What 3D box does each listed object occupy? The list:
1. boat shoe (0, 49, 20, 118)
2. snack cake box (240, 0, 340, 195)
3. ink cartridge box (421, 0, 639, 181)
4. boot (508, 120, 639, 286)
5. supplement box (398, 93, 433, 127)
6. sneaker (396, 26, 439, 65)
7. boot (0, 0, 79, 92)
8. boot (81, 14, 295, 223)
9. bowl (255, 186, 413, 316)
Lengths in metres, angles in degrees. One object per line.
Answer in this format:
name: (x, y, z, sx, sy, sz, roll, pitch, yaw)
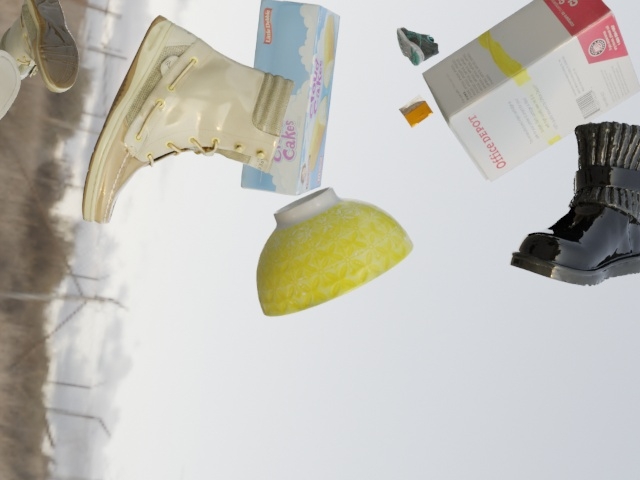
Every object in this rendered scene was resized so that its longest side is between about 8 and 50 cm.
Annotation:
boat shoe: (-0.591, -0.176, 1.374, 0.117, 0.096, 0.324, 68, 35, -47)
snack cake box: (-0.041, -0.205, 1.284, 0.152, 0.089, 0.264, -39, 137, -76)
ink cartridge box: (0.450, -0.339, 1.895, 0.384, 0.279, 0.160, -32, -128, 12)
boot: (0.447, -0.071, 1.478, 0.131, 0.348, 0.260, 16, -75, 42)
supplement box: (0.219, -0.299, 2.042, 0.062, 0.036, 0.098, -35, -164, 8)
sneaker: (0.235, -0.473, 2.130, 0.166, 0.076, 0.065, -115, -173, -50)
boot: (-0.520, -0.332, 1.617, 0.165, 0.077, 0.213, -35, -113, 40)
boot: (-0.158, -0.114, 1.072, 0.262, 0.203, 0.095, -68, -167, -8)
bowl: (0.000, 0.000, 1.539, 0.156, 0.289, 0.289, 65, -16, -8)
